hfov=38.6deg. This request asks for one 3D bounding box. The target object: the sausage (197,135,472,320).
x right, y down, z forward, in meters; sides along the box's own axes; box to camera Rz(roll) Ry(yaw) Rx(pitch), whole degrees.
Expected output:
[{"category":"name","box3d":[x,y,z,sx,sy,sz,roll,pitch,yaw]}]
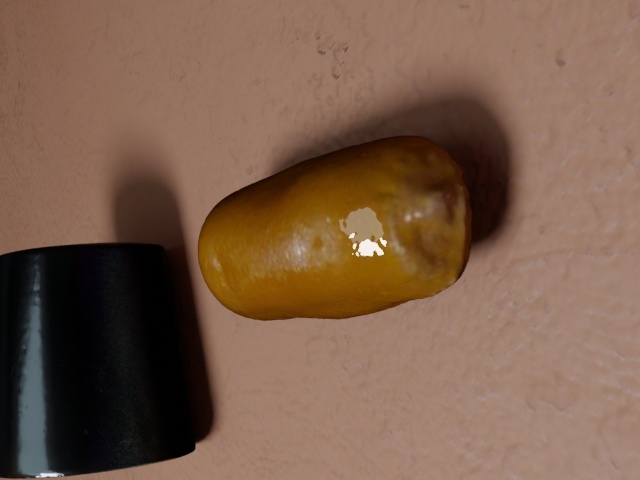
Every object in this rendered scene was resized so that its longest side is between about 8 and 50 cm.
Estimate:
[{"category":"sausage","box3d":[0.000,0.000,0.547,0.238,0.098,0.098,-12,85,55]}]

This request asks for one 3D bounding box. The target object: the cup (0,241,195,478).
[{"category":"cup","box3d":[-0.218,0.102,0.797,0.239,0.166,0.177,-13,81,52]}]
